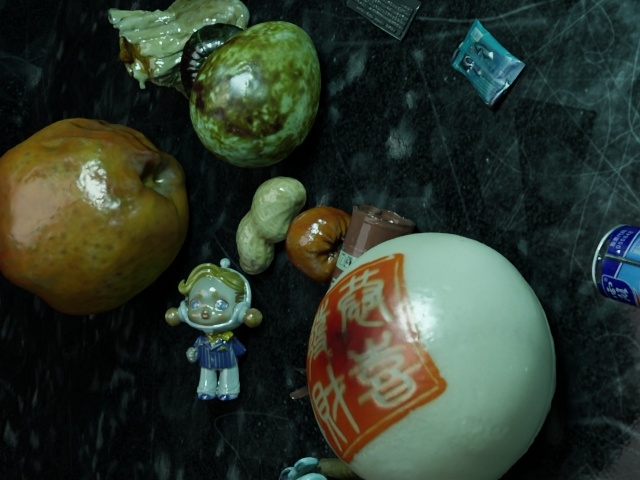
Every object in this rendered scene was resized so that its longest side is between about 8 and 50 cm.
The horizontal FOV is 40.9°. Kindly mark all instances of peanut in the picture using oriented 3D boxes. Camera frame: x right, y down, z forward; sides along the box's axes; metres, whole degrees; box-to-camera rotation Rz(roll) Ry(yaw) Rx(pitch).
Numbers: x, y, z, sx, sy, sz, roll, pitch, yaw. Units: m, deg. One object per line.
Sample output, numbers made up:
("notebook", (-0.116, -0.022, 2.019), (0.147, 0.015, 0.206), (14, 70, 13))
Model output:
("peanut", (-0.105, -0.030, 1.677), (0.104, 0.086, 0.228), (49, 124, 24))

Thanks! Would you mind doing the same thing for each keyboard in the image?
("keyboard", (0.108, -0.423, 1.532), (0.196, 0.015, 0.074), (49, 121, 46))

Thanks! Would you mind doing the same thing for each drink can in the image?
("drink can", (0.423, 0.050, 0.941), (0.235, 0.097, 0.097), (19, 98, 52))

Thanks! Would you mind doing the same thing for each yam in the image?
("yam", (0.101, 0.354, 1.352), (0.327, 0.045, 0.045), (-22, 99, 50))

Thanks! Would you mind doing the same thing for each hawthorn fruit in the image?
("hawthorn fruit", (-0.520, -0.071, 1.991), (0.472, 0.472, 0.471), (-15, 71, 51))
("hawthorn fruit", (0.000, 0.000, 1.496), (0.138, 0.133, 0.132), (11, 92, 57))

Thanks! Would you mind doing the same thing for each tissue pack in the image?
("tissue pack", (0.247, -0.269, 1.305), (0.085, 0.028, 0.138), (-58, 45, 28))

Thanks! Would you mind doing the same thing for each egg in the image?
("egg", (-0.116, -0.277, 1.619), (0.289, 0.238, 0.238), (-60, 40, 9))

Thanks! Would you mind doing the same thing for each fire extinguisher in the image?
("fire extinguisher", (0.038, 0.110, 1.400), (0.106, 0.147, 0.337), (32, 108, 53))

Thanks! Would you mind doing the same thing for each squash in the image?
("squash", (-0.209, -0.359, 1.810), (0.193, 0.193, 0.156), (-48, 7, 37))

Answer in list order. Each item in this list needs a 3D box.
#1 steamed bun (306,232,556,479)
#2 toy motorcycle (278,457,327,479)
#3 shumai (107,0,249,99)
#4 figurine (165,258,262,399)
("steamed bun", (0.123, 0.161, 1.171), (0.374, 0.241, 0.374), (-21, 60, 43))
("toy motorcycle", (-0.034, 0.494, 1.422), (0.206, 0.154, 0.260), (42, 118, 62))
("shumai", (-0.333, -0.473, 1.933), (0.314, 0.262, 0.267), (-19, 68, 48))
("figurine", (-0.198, 0.181, 1.738), (0.194, 0.133, 0.274), (-23, 86, 15))
